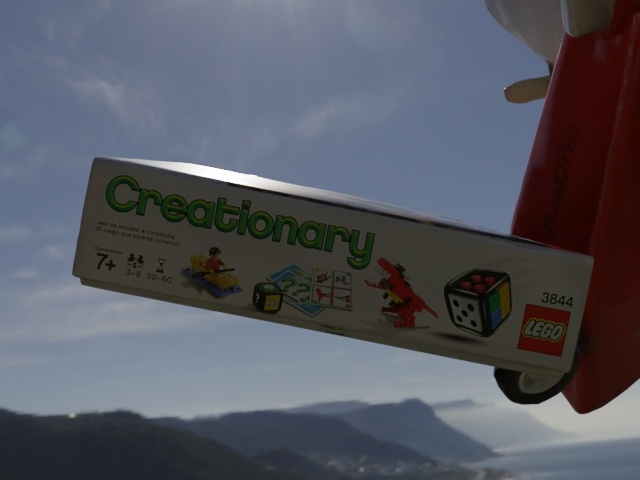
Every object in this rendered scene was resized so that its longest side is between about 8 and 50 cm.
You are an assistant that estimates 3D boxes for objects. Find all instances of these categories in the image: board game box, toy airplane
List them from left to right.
[{"bbox_3d":[0.000,0.000,0.496,0.193,0.053,0.305,11,4,-3],"label":"board game box"},{"bbox_3d":[0.242,-0.083,0.626,0.272,0.386,0.384,-7,-9,-19],"label":"toy airplane"}]
